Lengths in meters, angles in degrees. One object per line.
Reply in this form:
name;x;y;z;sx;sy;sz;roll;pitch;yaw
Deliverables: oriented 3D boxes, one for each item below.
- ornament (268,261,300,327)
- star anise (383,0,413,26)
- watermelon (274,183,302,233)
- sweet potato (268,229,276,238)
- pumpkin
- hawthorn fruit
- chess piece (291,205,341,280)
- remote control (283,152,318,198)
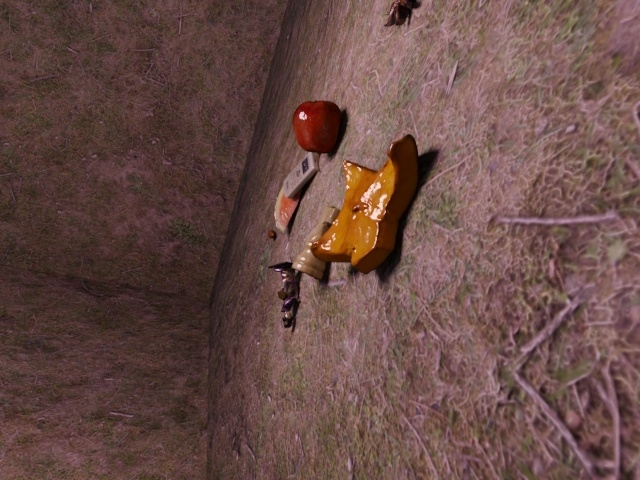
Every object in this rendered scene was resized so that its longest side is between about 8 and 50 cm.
ornament;-0.095;0.165;1.373;0.081;0.088;0.203;-26;63;38
star anise;0.190;-0.560;1.036;0.141;0.042;0.141;-170;90;-71
watermelon;-0.111;-0.146;1.651;0.119;0.063;0.245;34;104;54
sweet potato;-0.205;-0.027;1.884;0.095;0.034;0.034;-116;41;-78
pumpkin;0.092;-0.064;0.911;0.290;0.095;0.258;10;83;69
hawthorn fruit;-0.008;-0.318;1.343;0.162;0.163;0.203;-127;33;-67
chess piece;0.000;0.000;1.189;0.200;0.090;0.090;-67;17;-6
remote control;-0.073;-0.225;1.553;0.190;0.029;0.087;-40;45;43
